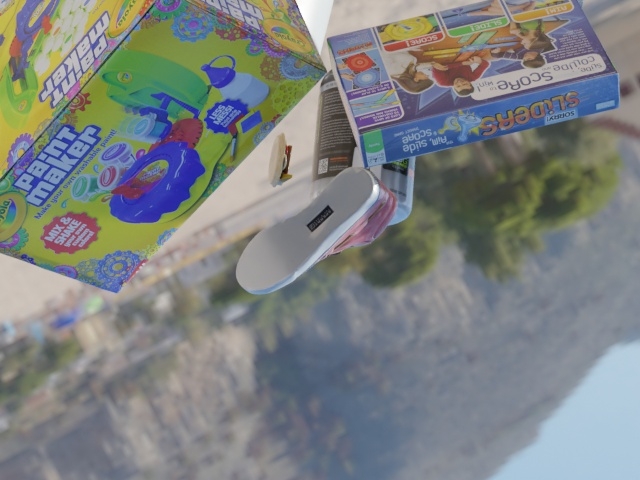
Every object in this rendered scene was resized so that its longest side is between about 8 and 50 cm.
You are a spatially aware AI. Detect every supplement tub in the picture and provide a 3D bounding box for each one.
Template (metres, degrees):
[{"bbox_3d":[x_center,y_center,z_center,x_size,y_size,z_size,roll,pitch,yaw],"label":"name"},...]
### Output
[{"bbox_3d":[0.051,-0.119,1.922,0.117,0.190,0.117,5,167,1],"label":"supplement tub"}]

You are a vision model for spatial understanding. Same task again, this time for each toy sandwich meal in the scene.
[{"bbox_3d":[-0.051,-0.109,2.365,0.029,0.086,0.085,9,174,-12],"label":"toy sandwich meal"}]

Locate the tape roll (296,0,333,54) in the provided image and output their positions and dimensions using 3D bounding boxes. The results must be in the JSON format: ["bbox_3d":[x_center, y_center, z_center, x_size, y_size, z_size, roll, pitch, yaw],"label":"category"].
[{"bbox_3d":[-0.125,-0.298,2.056,0.286,0.100,0.286,13,165,4],"label":"tape roll"}]

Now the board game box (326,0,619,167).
[{"bbox_3d":[0.116,-0.131,1.327,0.201,0.035,0.136,-13,-139,-2],"label":"board game box"}]

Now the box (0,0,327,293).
[{"bbox_3d":[-0.185,-0.165,1.460,0.177,0.279,0.290,23,123,-39],"label":"box"}]

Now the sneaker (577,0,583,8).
[{"bbox_3d":[0.254,-0.303,1.825,0.078,0.106,0.234,-11,137,-40],"label":"sneaker"}]

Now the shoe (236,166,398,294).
[{"bbox_3d":[0.000,0.000,1.746,0.178,0.063,0.081,-40,152,9],"label":"shoe"}]
